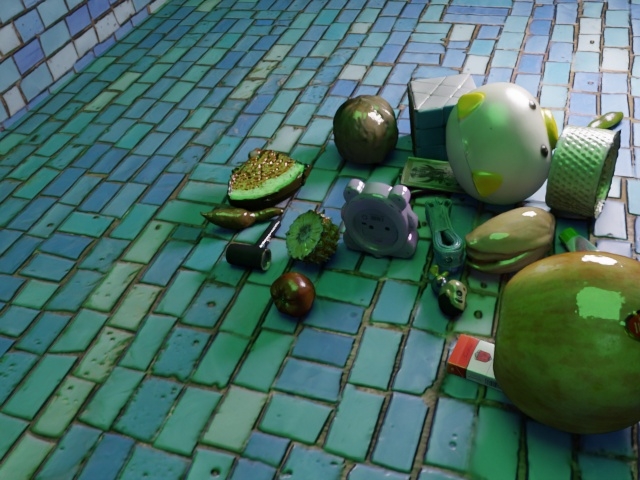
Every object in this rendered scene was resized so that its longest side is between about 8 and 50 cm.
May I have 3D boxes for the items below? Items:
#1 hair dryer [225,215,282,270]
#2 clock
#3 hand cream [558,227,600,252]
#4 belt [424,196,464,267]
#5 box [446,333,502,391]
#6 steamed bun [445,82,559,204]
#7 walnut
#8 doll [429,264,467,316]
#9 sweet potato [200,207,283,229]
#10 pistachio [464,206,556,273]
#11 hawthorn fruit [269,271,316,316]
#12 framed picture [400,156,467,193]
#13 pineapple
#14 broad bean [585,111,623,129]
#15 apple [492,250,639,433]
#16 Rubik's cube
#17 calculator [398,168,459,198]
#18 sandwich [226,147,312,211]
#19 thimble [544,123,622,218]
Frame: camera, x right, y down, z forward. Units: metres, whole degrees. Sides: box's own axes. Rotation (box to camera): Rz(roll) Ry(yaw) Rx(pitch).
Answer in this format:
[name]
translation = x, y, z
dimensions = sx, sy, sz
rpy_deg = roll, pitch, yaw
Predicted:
[hair dryer]
translation = -0.188, -0.003, 1.961
dimensions = 0.128, 0.069, 0.255
rpy_deg = 7, 36, 18
[clock]
translation = 0.168, -0.062, 1.813
dimensions = 0.228, 0.247, 0.090
rpy_deg = 9, 47, 19
[hand cream]
translation = 0.765, 0.067, 1.725
dimensions = 0.079, 0.050, 0.275
rpy_deg = -37, 49, 6
[belt]
translation = 0.365, -0.029, 1.854
dimensions = 0.087, 0.072, 0.302
rpy_deg = -10, 34, 9
[box]
translation = 0.396, 0.297, 1.525
dimensions = 0.152, 0.048, 0.100
rpy_deg = 15, 44, 27
[steamed bun]
translation = 0.548, -0.295, 1.927
dimensions = 0.334, 0.334, 0.373
rpy_deg = -14, 85, -6
[walnut]
translation = 0.157, -0.394, 2.207
dimensions = 0.249, 0.248, 0.248
rpy_deg = -5, 41, 4
[doll]
translation = 0.348, 0.133, 1.691
dimensions = 0.089, 0.102, 0.179
rpy_deg = -44, 38, 27
[sweet potato]
translation = -0.253, -0.071, 2.035
dimensions = 0.270, 0.074, 0.074
rpy_deg = -4, 40, -13
[pistachio]
translation = 0.535, -0.004, 1.753
dimensions = 0.293, 0.162, 0.181
rpy_deg = -25, 28, -13
[hawthorn fruit]
translation = -0.073, 0.147, 1.726
dimensions = 0.125, 0.125, 0.140
rpy_deg = 1, 9, 10
[framed picture]
translation = 0.390, -0.218, 2.087
dimensions = 0.232, 0.010, 0.173
rpy_deg = 8, 41, 10
[pineapple]
translation = 0.000, 0.004, 1.869
dimensions = 0.176, 0.137, 0.161
rpy_deg = -38, 46, 27
[broad bean]
translation = 0.980, -0.400, 2.204
dimensions = 0.255, 0.046, 0.065
rpy_deg = -33, 54, -23
[apple]
translation = 0.554, 0.212, 1.344
dimensions = 0.347, 0.391, 0.391
rpy_deg = 11, 45, 18
[Rubik's cube]
translation = 0.429, -0.422, 2.188
dimensions = 0.231, 0.224, 0.221
rpy_deg = -6, 39, 5
[calculator]
translation = 0.362, -0.196, 2.093
dimensions = 0.191, 0.034, 0.126
rpy_deg = -7, 40, 1
[sandwich]
translation = -0.198, -0.200, 2.101
dimensions = 0.212, 0.109, 0.292
rpy_deg = 41, 66, 18
[thimble]
translation = 0.781, -0.210, 1.860
dimensions = 0.150, 0.270, 0.271
rpy_deg = 16, 47, 28
